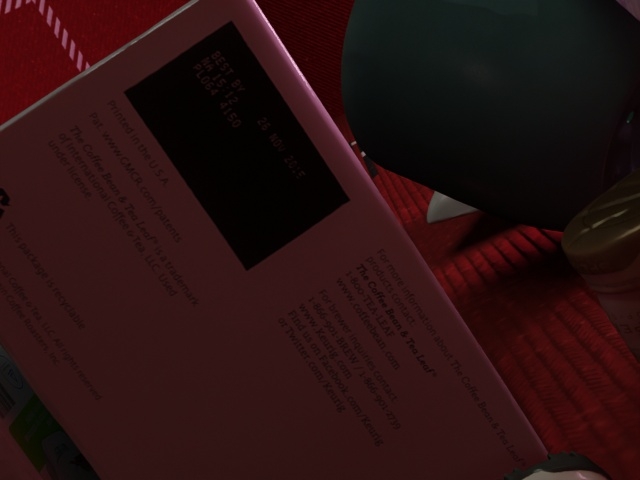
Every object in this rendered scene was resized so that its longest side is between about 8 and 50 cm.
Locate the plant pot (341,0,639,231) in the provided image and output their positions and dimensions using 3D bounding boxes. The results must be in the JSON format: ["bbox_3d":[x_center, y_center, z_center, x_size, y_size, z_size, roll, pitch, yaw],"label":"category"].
[{"bbox_3d":[0.203,-0.140,0.844,0.293,0.293,0.235,-36,48,-20],"label":"plant pot"}]

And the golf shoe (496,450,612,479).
[{"bbox_3d":[0.076,0.167,0.384,0.198,0.077,0.094,-45,25,-27],"label":"golf shoe"}]

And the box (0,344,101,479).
[{"bbox_3d":[-0.178,0.173,0.657,0.127,0.231,0.262,-32,10,1],"label":"box"}]

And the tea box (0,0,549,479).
[{"bbox_3d":[-0.062,0.034,0.687,0.220,0.329,0.323,-34,8,-2],"label":"tea box"}]

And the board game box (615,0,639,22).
[{"bbox_3d":[0.314,-0.235,0.620,0.318,0.065,0.318,-16,34,2],"label":"board game box"}]

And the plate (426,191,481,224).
[{"bbox_3d":[0.264,-0.137,1.125,0.277,0.045,0.278,-17,25,32],"label":"plate"}]

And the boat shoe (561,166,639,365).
[{"bbox_3d":[0.302,-0.047,0.573,0.341,0.110,0.121,-33,9,-2],"label":"boat shoe"}]
